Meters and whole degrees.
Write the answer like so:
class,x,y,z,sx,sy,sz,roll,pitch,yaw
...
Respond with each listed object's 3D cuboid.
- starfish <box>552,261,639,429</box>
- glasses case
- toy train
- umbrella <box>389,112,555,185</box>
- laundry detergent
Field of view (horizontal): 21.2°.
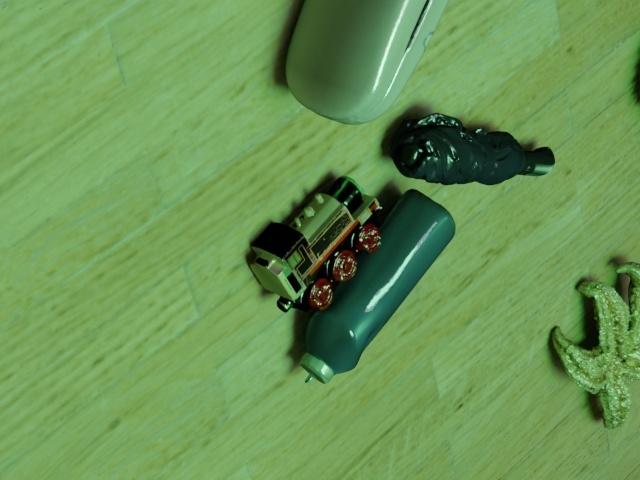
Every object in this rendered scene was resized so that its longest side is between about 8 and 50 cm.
class,x,y,z,sx,sy,sz,roll,pitch,yaw
starfish,0.351,0.131,1.999,0.216,0.071,0.238,-21,132,-32
glasses case,0.063,-0.240,1.441,0.075,0.113,0.297,19,97,-48
toy train,0.000,0.000,1.556,0.138,0.050,0.087,-48,132,-21
umbrella,0.162,-0.084,1.668,0.248,0.071,0.071,2,109,-47
laundry detergent,0.047,0.051,1.622,0.206,0.061,0.096,-53,170,-10
